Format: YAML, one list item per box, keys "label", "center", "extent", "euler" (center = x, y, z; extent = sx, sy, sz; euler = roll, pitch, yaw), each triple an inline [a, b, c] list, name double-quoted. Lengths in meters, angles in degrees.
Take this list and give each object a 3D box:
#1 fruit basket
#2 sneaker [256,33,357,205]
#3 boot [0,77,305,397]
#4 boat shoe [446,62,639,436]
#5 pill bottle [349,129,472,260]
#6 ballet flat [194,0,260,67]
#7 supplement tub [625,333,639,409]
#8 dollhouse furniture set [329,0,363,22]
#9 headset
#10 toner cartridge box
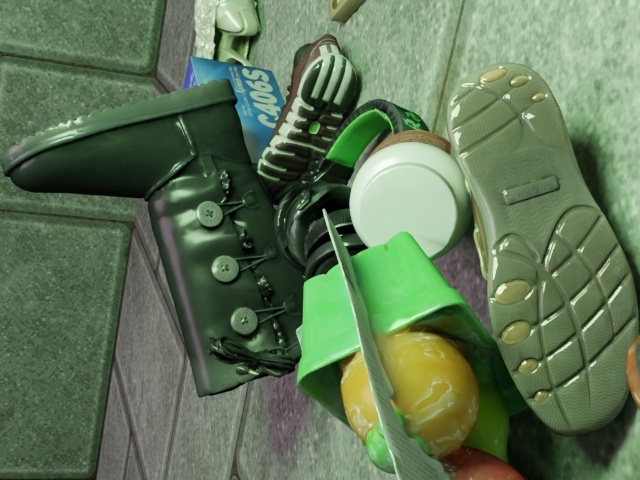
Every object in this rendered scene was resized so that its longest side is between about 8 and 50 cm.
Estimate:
- label: "fruit basket"
  center: [0.095, 0.188, 0.768]
  extent: [0.165, 0.327, 0.353]
  euler: [-22, 53, 17]
- label: "sneaker"
  center: [-0.023, -0.197, 1.445]
  extent: [0.163, 0.106, 0.281]
  euler: [-96, 29, -49]
- label: "boot"
  center: [-0.226, 0.022, 1.360]
  extent: [0.146, 0.366, 0.445]
  euler: [160, 91, -80]
- label: "boat shoe"
  center: [0.195, 0.006, 0.807]
  extent: [0.116, 0.123, 0.325]
  euler: [45, -145, -73]
- label: "pill bottle"
  center: [0.093, -0.044, 0.934]
  extent: [0.216, 0.121, 0.121]
  euler: [-53, -25, -76]
- label: "ballet flat"
  center: [-0.183, -0.393, 1.890]
  extent: [0.147, 0.146, 0.409]
  euler: [-145, 59, -66]
- label: "supplement tub"
  center: [0.280, 0.047, 0.553]
  extent: [0.198, 0.106, 0.106]
  euler: [118, 150, -46]
- label: "dollhouse furniture set"
  center: [-0.004, -0.426, 1.388]
  extent: [0.144, 0.123, 0.151]
  euler: [149, 124, -65]
- label: "headset"
  center: [0.000, 0.000, 1.187]
  extent: [0.394, 0.185, 0.243]
  euler: [-67, 24, 13]
- label: "toner cartridge box"
  center: [-0.139, -0.201, 1.630]
  extent: [0.348, 0.165, 0.075]
  euler: [-111, 33, -48]
